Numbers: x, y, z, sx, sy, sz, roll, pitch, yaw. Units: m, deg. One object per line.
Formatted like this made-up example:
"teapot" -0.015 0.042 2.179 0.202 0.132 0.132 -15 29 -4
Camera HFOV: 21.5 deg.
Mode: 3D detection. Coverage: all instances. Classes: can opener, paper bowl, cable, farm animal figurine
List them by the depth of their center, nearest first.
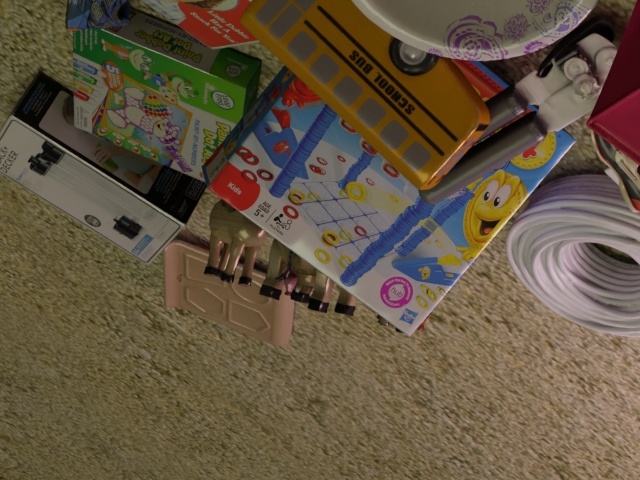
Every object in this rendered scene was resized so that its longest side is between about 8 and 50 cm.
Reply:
"paper bowl" 0.152 -0.326 1.627 0.284 0.148 0.284 9 131 11
"can opener" 0.215 -0.137 1.842 0.280 0.093 0.074 -34 107 20
"cable" 0.362 0.018 2.080 0.257 0.089 0.257 36 149 -13
"farm animal figurine" 0.000 0.000 2.219 0.330 0.172 0.327 14 -179 5

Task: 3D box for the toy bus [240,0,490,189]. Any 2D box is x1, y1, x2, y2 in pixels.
"toy bus" 0.034 -0.212 1.782 0.333 0.130 0.108 43 -168 6

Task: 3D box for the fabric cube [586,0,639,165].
"fabric cube" 0.448 -0.179 1.557 0.254 0.258 0.259 36 148 -13

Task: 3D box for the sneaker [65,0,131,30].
"sneaker" -0.256 -0.337 2.039 0.087 0.083 0.221 7 148 -10

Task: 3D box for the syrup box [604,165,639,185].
"syrup box" 0.426 -0.118 1.821 0.096 0.093 0.237 38 147 -16

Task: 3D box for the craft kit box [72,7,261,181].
"craft kit box" -0.208 -0.191 2.229 0.247 0.061 0.250 20 149 6

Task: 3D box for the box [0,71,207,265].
"box" -0.325 -0.099 2.418 0.290 0.087 0.169 34 148 -11

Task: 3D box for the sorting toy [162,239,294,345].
"sorting toy" -0.139 0.077 2.596 0.208 0.038 0.193 17 148 7

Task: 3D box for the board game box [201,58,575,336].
"board game box" 0.077 -0.099 1.934 0.308 0.302 0.086 36 -170 -16

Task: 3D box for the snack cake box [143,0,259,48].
"snack cake box" -0.145 -0.319 1.887 0.152 0.089 0.264 -4 154 41

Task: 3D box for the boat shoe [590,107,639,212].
"boat shoe" 0.332 -0.088 1.806 0.043 0.049 0.137 -7 122 45
